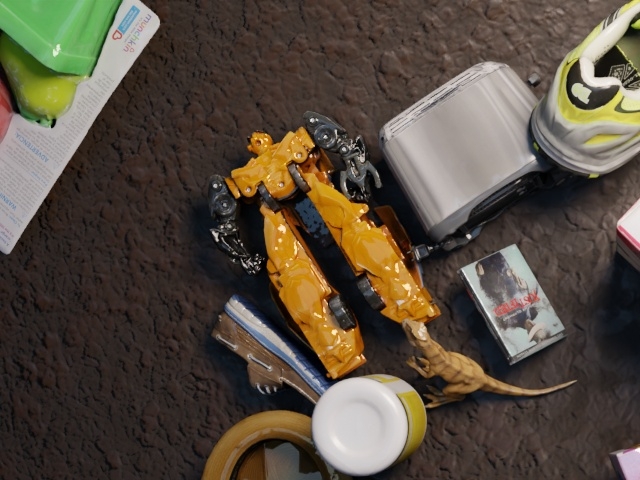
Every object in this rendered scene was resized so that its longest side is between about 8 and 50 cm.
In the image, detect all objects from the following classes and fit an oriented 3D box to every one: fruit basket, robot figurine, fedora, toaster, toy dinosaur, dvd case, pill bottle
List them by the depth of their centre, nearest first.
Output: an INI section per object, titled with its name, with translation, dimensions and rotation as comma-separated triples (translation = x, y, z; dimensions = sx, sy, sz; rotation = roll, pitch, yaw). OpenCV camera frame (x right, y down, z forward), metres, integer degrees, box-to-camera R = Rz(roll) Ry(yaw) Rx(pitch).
[pill bottle]
translation = 0.059, 0.198, 1.533
dimensions = 0.103, 0.184, 0.103
rotation = -1, 86, 14
[toaster]
translation = 0.164, -0.091, 1.559
dimensions = 0.227, 0.129, 0.146
rotation = -34, 75, 8
[toy dinosaur]
translation = 0.164, 0.153, 1.565
dimensions = 0.211, 0.112, 0.064
rotation = 25, 66, -25
[dvd case]
translation = 0.214, 0.070, 1.565
dimensions = 0.087, 0.013, 0.119
rotation = -22, 79, -32
[fedora]
translation = -0.043, 0.291, 1.607
dimensions = 0.194, 0.079, 0.194
rotation = -2, 84, 14
[robot figurine]
translation = 0.000, 0.000, 1.615
dimensions = 0.211, 0.085, 0.291
rotation = -33, 80, 9
[fruit basket]
translation = -0.398, -0.218, 1.718
dimensions = 0.327, 0.165, 0.353
rotation = 39, 111, 14

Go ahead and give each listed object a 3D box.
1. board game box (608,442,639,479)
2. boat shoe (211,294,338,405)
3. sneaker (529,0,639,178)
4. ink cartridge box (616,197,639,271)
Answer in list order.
[board game box]
translation = 0.504, 0.314, 1.446
dimensions = 0.319, 0.066, 0.318
rotation = -21, 81, 0
[boat shoe]
translation = -0.051, 0.144, 1.633
dimensions = 0.183, 0.066, 0.066
rotation = 42, 101, 23
[sneaker]
translation = 0.386, -0.211, 1.458
dimensions = 0.385, 0.147, 0.145
rotation = -41, 76, -18
[ink cartridge box]
translation = 0.395, 0.023, 1.436
dimensions = 0.100, 0.237, 0.172
rotation = -45, 77, 4
